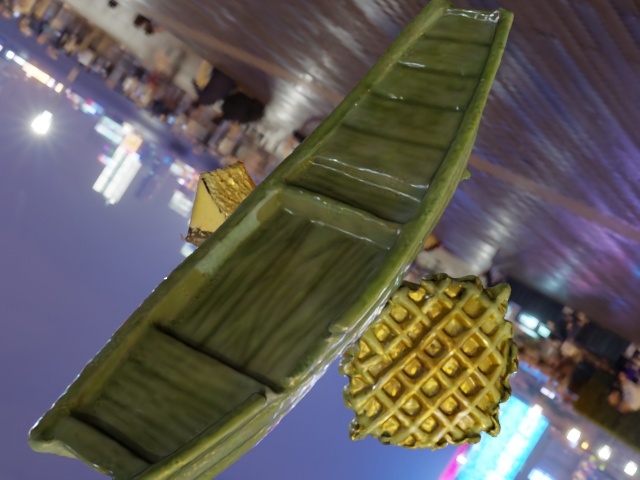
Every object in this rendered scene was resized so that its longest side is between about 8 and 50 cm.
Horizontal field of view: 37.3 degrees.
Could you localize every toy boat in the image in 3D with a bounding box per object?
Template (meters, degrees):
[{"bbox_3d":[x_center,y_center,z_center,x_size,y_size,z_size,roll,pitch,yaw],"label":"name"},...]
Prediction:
[{"bbox_3d":[0.000,0.000,0.426,0.093,0.293,0.055,21,149,35],"label":"toy boat"}]

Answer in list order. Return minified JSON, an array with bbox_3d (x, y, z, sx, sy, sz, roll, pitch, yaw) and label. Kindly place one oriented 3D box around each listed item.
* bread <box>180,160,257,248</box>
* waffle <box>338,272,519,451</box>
[{"bbox_3d":[-0.123,-0.041,1.478,0.152,0.127,0.147,24,-157,18],"label":"bread"},{"bbox_3d":[0.127,0.141,1.107,0.214,0.208,0.054,3,-178,-5],"label":"waffle"}]
